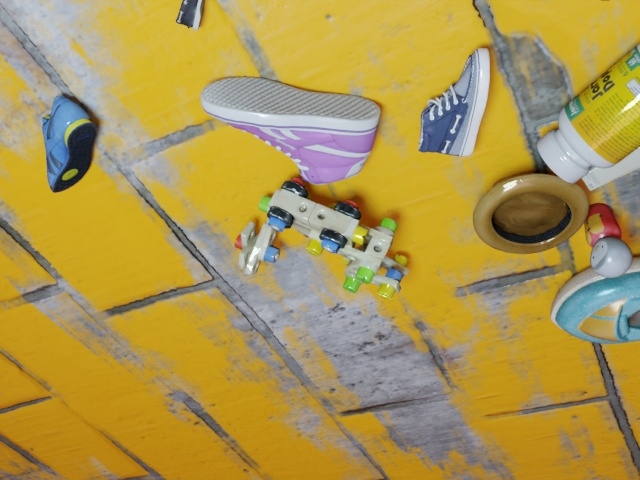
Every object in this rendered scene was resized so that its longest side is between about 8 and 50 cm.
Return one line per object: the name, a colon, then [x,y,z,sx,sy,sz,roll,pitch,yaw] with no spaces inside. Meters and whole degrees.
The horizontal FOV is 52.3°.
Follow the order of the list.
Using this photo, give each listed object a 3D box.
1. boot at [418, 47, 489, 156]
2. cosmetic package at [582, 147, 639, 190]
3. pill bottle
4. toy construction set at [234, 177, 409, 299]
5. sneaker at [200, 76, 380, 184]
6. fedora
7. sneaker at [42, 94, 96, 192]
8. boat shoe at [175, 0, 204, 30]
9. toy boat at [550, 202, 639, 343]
boot: [0.201,-0.205,0.995,0.086,0.069,0.190,3,135,1]
cosmetic package: [0.469,-0.134,1.035,0.115,0.060,0.041,-27,125,30]
pill bottle: [0.428,-0.181,0.957,0.117,0.117,0.208,30,130,-20]
toy construction set: [0.000,0.000,1.175,0.327,0.151,0.215,9,161,9]
sneaker: [-0.056,-0.163,1.053,0.282,0.102,0.161,11,136,-3]
fedora: [0.351,-0.060,1.106,0.194,0.079,0.194,0,135,0]
sneaker: [-0.447,-0.166,1.134,0.082,0.069,0.209,48,139,8]
boat shoe: [-0.181,-0.358,0.925,0.038,0.046,0.125,13,141,-11]
toy boat: [0.535,0.085,1.168,0.267,0.148,0.318,-18,128,23]
